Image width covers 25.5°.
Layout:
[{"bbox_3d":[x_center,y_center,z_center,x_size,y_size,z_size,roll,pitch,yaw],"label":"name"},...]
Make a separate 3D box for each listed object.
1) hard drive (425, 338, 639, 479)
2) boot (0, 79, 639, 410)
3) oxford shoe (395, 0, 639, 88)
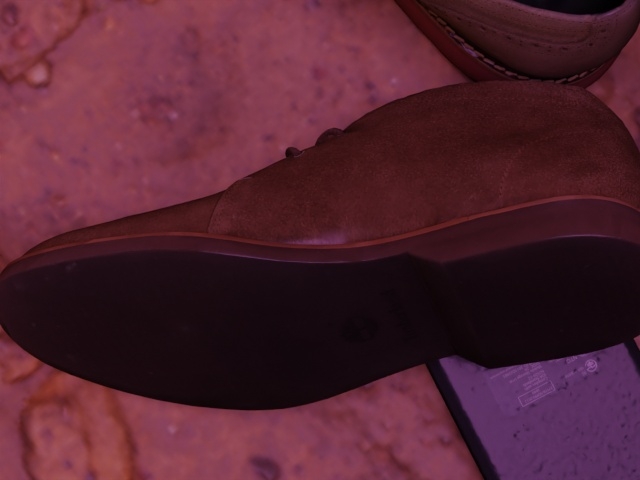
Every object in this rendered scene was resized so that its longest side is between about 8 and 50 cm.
[{"bbox_3d":[0.109,0.071,0.679,0.094,0.022,0.135,-27,87,-3],"label":"hard drive"},{"bbox_3d":[0.000,0.000,0.653,0.305,0.112,0.115,-7,49,11],"label":"boot"},{"bbox_3d":[0.013,-0.206,0.641,0.348,0.130,0.123,37,86,1],"label":"oxford shoe"}]
